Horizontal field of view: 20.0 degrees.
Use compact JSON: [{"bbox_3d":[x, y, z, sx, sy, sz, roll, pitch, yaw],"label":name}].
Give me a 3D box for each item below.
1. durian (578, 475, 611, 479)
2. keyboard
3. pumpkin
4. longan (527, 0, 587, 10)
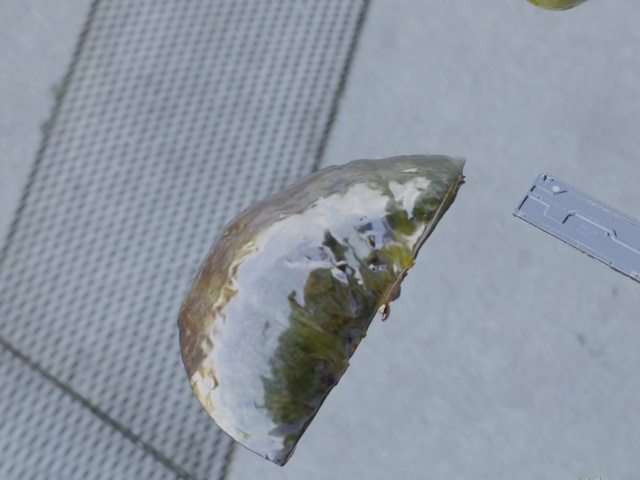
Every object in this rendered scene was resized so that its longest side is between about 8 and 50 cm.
[{"bbox_3d":[0.245,0.298,1.752,0.119,0.108,0.186,5,109,21],"label":"durian"},{"bbox_3d":[0.246,-0.012,1.643,0.155,0.010,0.053,32,82,35],"label":"keyboard"},{"bbox_3d":[0.000,0.000,1.307,0.148,0.169,0.312,27,33,4],"label":"pumpkin"},{"bbox_3d":[0.143,-0.180,1.143,0.083,0.075,0.075,-12,61,23],"label":"longan"}]
